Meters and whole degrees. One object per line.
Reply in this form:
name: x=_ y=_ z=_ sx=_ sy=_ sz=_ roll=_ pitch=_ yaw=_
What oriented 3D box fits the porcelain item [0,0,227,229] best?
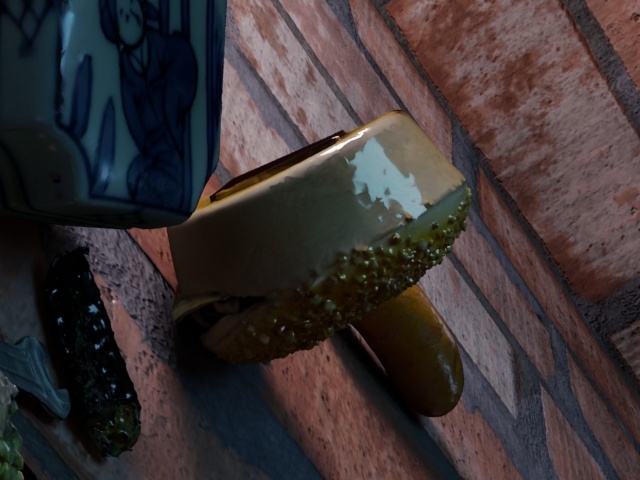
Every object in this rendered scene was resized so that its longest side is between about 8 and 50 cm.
porcelain item: x=-0.187 y=-0.153 z=1.134 sx=0.286 sy=0.157 sz=0.281 roll=15 pitch=75 yaw=-68

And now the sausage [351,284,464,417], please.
sausage: x=0.092 y=0.106 z=1.752 sx=0.270 sy=0.109 sz=0.109 roll=53 pitch=18 yaw=-28

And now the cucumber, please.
cucumber: x=-0.180 y=0.081 z=1.123 sx=0.053 sy=0.053 sz=0.181 roll=35 pitch=27 yaw=-53

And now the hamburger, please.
hamburger: x=0.000 y=0.000 z=1.349 sx=0.170 sy=0.302 sz=0.302 roll=65 pitch=17 yaw=-5

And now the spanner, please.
spanner: x=-0.236 y=0.071 z=0.953 sx=0.071 sy=0.017 sz=0.302 roll=64 pitch=7 yaw=20

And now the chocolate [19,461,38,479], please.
chocolate: x=-0.204 y=0.204 z=0.806 sx=0.125 sy=0.080 sz=0.149 roll=-16 pitch=83 yaw=-60

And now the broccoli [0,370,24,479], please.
broccoli: x=-0.250 y=0.098 z=0.709 sx=0.198 sy=0.226 sz=0.176 roll=11 pitch=67 yaw=-38
